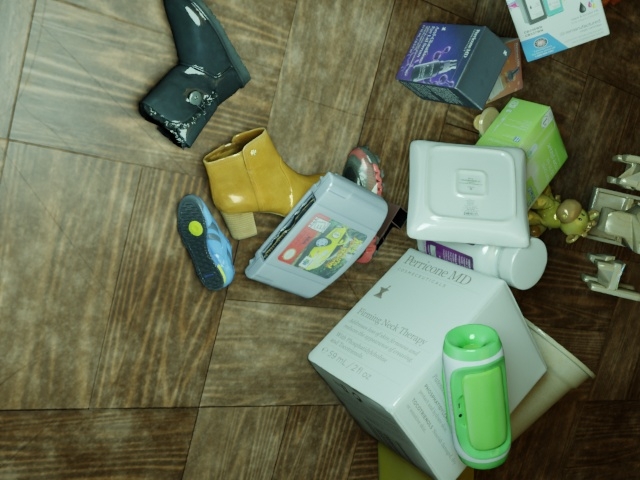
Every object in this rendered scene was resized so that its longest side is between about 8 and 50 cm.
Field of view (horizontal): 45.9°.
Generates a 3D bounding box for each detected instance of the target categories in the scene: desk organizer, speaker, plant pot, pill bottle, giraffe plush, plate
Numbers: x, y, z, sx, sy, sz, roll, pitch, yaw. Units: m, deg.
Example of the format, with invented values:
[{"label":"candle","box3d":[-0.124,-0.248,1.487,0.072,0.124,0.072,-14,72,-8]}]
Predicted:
[{"label":"desk organizer","box3d":[0.155,-0.025,1.812,0.047,0.050,0.130,38,81,-38]},{"label":"speaker","box3d":[0.330,0.330,1.588,0.131,0.131,0.296,-23,115,-29]},{"label":"plant pot","box3d":[0.515,0.378,2.063,0.334,0.334,0.305,36,93,-38]},{"label":"plant pot","box3d":[0.297,0.630,2.038,0.212,0.187,0.212,-16,113,-32]},{"label":"pill bottle","box3d":[0.392,0.017,1.839,0.169,0.302,0.169,-13,112,-33]},{"label":"giraffe plush","box3d":[0.663,-0.065,2.096,0.210,0.171,0.181,25,89,-39]},{"label":"plate","box3d":[0.343,-0.121,1.739,0.045,0.278,0.277,92,3,-61]}]

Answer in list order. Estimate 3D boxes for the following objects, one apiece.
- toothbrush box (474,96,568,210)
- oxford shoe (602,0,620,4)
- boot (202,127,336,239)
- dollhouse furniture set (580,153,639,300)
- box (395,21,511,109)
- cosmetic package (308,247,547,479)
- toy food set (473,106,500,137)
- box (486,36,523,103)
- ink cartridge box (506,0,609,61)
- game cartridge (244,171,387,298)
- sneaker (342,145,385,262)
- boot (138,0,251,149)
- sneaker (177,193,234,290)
[{"label":"toothbrush box","box3d":[0.492,-0.191,1.950,0.283,0.122,0.206,-50,135,-12]},{"label":"oxford shoe","box3d":[0.707,-0.661,1.998,0.364,0.130,0.132,-32,88,-17]},{"label":"boot","box3d":[-0.086,-0.140,1.554,0.295,0.104,0.211,-25,129,-19]},{"label":"dollhouse furniture set","box3d":[0.897,-0.037,2.097,0.394,0.257,0.361,-31,133,-77]},{"label":"box","box3d":[0.296,-0.395,1.699,0.108,0.207,0.153,27,88,-39]},{"label":"cosmetic package","box3d":[0.258,0.293,1.811,0.393,0.329,0.327,-45,124,-17]},{"label":"toy food set","box3d":[0.434,-0.303,1.949,0.083,0.020,0.082,-47,126,-15]},{"label":"box","box3d":[0.400,-0.413,1.844,0.171,0.091,0.130,-26,118,-27]},{"label":"ink cartridge box","box3d":[0.534,-0.607,1.768,0.270,0.198,0.197,57,29,-33]},{"label":"game cartridge","box3d":[0.000,0.000,1.603,0.196,0.060,0.294,20,120,-41]},{"label":"sneaker","box3d":[0.067,-0.075,1.702,0.135,0.098,0.275,-8,111,-37]},{"label":"boot","box3d":[-0.258,-0.313,1.389,0.207,0.094,0.246,-50,133,-17]},{"label":"sneaker","box3d":[-0.228,-0.003,1.540,0.082,0.069,0.209,-47,124,-57]}]
